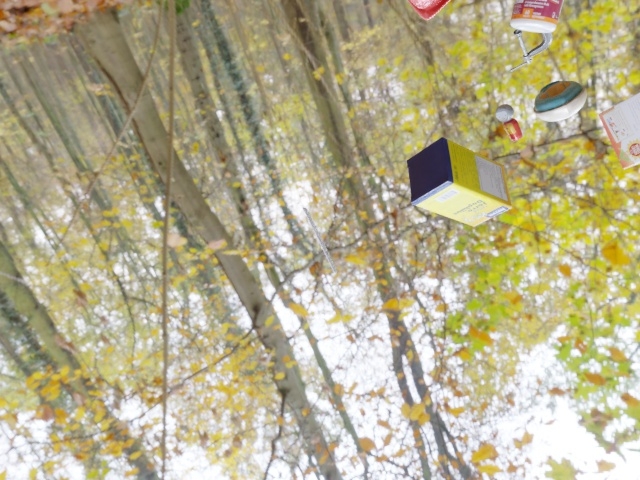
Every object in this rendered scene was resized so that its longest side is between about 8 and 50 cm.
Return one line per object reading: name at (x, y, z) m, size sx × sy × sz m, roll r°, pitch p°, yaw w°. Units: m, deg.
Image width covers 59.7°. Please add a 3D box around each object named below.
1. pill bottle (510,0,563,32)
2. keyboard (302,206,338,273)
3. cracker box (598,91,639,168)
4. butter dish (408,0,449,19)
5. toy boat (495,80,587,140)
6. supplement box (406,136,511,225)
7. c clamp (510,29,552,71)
pill bottle at (0.588, -0.674, 1.474) m, size 0.121 × 0.221 × 0.121 m, roll 9°, pitch -164°, yaw -3°
keyboard at (0.000, 0.000, 1.954) m, size 0.014 × 0.256 × 0.072 m, roll -26°, pitch 176°, yaw 2°
cracker box at (0.809, -0.288, 1.326) m, size 0.067 × 0.155 × 0.232 m, roll -16°, pitch 172°, yaw -33°
butter dish at (0.239, -0.612, 1.287) m, size 0.160 × 0.160 × 0.118 m, roll -37°, pitch -174°, yaw 40°
toy boat at (0.833, -0.511, 2.110) m, size 0.318 × 0.148 × 0.267 m, roll -28°, pitch -165°, yaw 16°
supplement box at (0.528, -0.214, 2.128) m, size 0.195 × 0.356 × 0.194 m, roll -32°, pitch -129°, yaw 47°
c clamp at (0.606, -0.577, 1.621) m, size 0.137 × 0.160 × 0.022 m, roll -24°, pitch -129°, yaw 15°
